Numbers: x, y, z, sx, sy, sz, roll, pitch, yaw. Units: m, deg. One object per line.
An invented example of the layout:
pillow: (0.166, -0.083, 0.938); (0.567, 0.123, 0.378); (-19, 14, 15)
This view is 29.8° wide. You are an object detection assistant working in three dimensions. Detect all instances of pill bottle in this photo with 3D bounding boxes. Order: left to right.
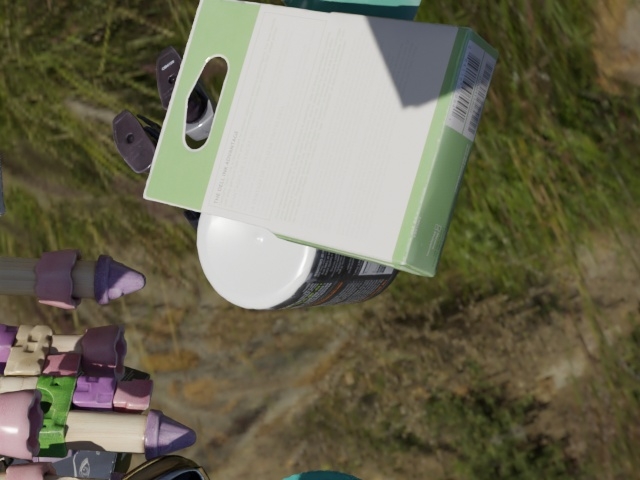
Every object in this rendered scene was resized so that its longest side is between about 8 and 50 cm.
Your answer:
pill bottle: (0.000, 0.000, 1.163); (0.130, 0.130, 0.246); (-37, 162, 23)

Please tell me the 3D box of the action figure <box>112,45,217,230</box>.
action figure: (-0.088, -0.080, 1.261); (0.185, 0.099, 0.285); (-43, 142, 9)

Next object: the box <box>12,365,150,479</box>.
box: (-0.331, 0.241, 1.634); (0.158, 0.093, 0.155); (17, 111, 5)

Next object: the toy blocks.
toy blocks: (-0.255, 0.200, 1.276); (0.260, 0.288, 0.308); (3, 127, -1)

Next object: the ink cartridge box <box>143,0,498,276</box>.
ink cartridge box: (-0.005, -0.082, 0.880); (0.235, 0.171, 0.056); (14, 176, 33)

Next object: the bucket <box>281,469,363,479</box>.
bucket: (0.007, 0.457, 1.607); (0.281, 0.281, 0.183); (-20, 135, 3)

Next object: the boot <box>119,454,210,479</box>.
boot: (-0.188, 0.261, 1.049); (0.219, 0.082, 0.106); (-40, -176, -24)

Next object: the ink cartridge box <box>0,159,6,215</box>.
ink cartridge box: (-0.171, -0.114, 0.353); (0.093, 0.219, 0.160); (-20, 164, -19)

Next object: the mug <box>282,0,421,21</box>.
mug: (0.023, -0.229, 1.031); (0.097, 0.157, 0.129); (17, 119, -15)
